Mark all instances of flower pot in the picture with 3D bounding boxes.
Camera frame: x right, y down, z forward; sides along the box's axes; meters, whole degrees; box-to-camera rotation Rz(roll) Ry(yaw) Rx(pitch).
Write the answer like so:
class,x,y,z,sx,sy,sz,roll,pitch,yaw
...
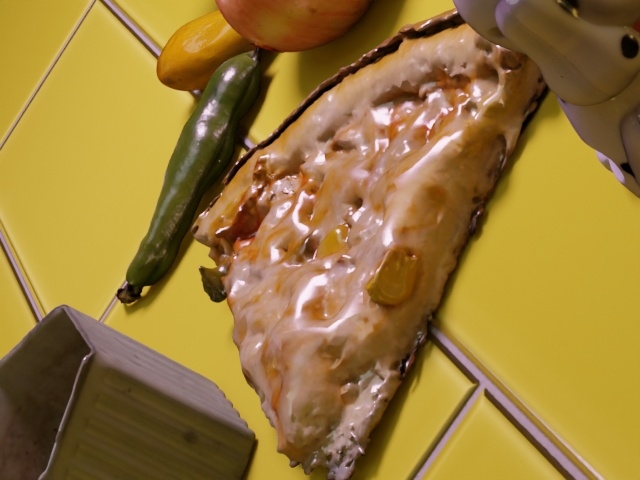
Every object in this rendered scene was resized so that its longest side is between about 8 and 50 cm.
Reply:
class,x,y,z,sx,sy,sz,roll,pitch,yaw
flower pot,-0.199,0.197,1.484,0.209,0.189,0.239,-57,29,3

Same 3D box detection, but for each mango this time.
class,x,y,z,sx,sy,sz,roll,pitch,yaw
mango,-0.116,-0.216,1.861,0.190,0.075,0.098,-20,16,40

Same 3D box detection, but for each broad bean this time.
class,x,y,z,sx,sy,sz,roll,pitch,yaw
broad bean,-0.144,-0.070,1.794,0.318,0.056,0.098,-59,28,5

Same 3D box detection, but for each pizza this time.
class,x,y,z,sx,sy,sz,roll,pitch,yaw
pizza,0.005,-0.026,1.483,0.392,0.080,0.435,11,71,61

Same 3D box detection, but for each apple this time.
class,x,y,z,sx,sy,sz,roll,pitch,yaw
apple,-0.028,-0.292,1.686,0.209,0.164,0.209,-30,51,47

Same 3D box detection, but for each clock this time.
class,x,y,z,sx,sy,sz,roll,pitch,yaw
clock,0.192,-0.155,1.119,0.189,0.254,0.189,-35,35,30
